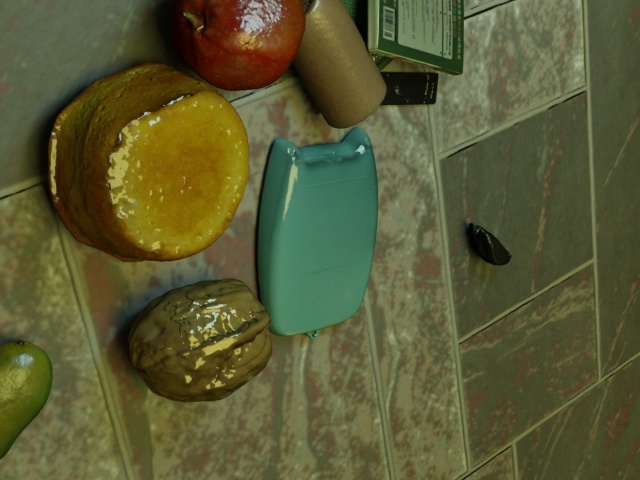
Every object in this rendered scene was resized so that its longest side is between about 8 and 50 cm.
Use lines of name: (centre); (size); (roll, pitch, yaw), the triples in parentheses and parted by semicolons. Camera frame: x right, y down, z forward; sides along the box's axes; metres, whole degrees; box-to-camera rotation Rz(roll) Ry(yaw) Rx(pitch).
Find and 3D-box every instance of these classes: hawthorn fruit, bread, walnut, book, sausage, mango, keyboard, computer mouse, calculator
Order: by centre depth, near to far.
mango: (-0.471, 0.235, 1.596); (0.122, 0.086, 0.191); (42, 76, -44)
hawthorn fruit: (-0.135, -0.316, 1.598); (0.225, 0.197, 0.196); (-6, 110, -57)
bread: (-0.246, -0.105, 1.607); (0.312, 0.172, 0.312); (-14, 111, -38)
walnut: (-0.187, 0.161, 1.745); (0.245, 0.198, 0.198); (-25, 120, -31)
sausage: (0.008, -0.314, 1.785); (0.123, 0.123, 0.253); (-47, 128, -18)
book: (0.167, -0.403, 1.875); (0.264, 0.027, 0.201); (3, 86, -50)
calculator: (0.000, 0.000, 1.937); (0.256, 0.054, 0.386); (-12, 116, -37)
keyboard: (0.137, -0.276, 1.979); (0.204, 0.013, 0.061); (-6, 109, -38)
computer mouse: (0.338, 0.013, 2.209); (0.047, 0.079, 0.135); (-47, 134, -4)

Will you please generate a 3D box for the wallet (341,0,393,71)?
wallet: (0.079, -0.416, 1.853); (0.160, 0.055, 0.236); (-50, 126, -21)
